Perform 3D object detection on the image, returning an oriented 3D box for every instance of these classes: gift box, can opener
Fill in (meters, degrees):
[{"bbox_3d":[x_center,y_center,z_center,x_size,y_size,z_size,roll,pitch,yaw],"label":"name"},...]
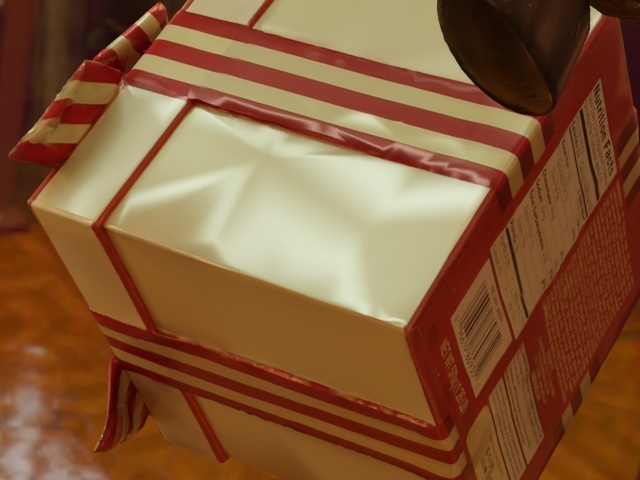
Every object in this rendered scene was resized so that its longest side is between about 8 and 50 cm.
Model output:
[{"bbox_3d":[0.000,0.000,0.909,0.258,0.255,0.276,19,54,31],"label":"gift box"},{"bbox_3d":[0.048,-0.094,0.360,0.059,0.073,0.186,2,-24,16],"label":"can opener"}]
